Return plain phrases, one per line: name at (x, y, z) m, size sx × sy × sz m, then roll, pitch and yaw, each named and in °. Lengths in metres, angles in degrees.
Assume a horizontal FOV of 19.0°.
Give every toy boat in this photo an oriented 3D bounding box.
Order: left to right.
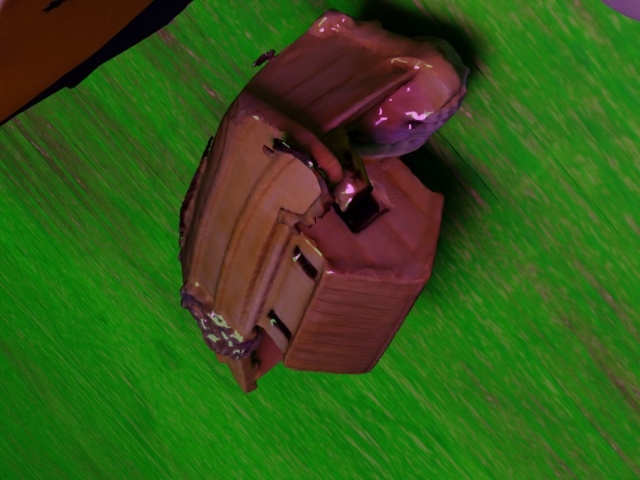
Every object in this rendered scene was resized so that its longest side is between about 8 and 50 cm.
toy boat at (0.000, 0.000, 1.224) m, size 0.162 × 0.136 × 0.445 m, roll 49°, pitch 159°, yaw 8°

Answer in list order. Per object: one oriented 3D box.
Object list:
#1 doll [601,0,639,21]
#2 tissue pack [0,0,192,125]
doll at (0.178, -0.108, 0.852) m, size 0.245 × 0.076 × 0.142 m, roll 48°, pitch 153°, yaw -8°
tissue pack at (-0.168, -0.245, 0.980) m, size 0.253 × 0.264 × 0.416 m, roll 49°, pitch 153°, yaw 4°
